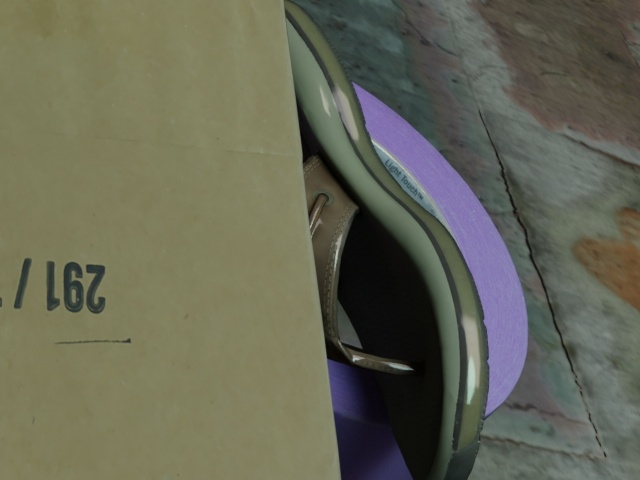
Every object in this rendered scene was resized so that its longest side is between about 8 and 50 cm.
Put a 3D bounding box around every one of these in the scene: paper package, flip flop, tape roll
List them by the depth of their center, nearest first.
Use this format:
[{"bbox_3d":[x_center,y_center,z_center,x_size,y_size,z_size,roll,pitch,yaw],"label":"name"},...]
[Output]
[{"bbox_3d":[-0.169,-0.014,0.529,0.325,0.168,0.310,-2,84,-44],"label":"paper package"},{"bbox_3d":[0.000,0.000,0.684,0.080,0.112,0.277,-15,62,-21],"label":"flip flop"},{"bbox_3d":[-0.019,0.013,0.808,0.274,0.090,0.275,26,37,-21],"label":"tape roll"}]
